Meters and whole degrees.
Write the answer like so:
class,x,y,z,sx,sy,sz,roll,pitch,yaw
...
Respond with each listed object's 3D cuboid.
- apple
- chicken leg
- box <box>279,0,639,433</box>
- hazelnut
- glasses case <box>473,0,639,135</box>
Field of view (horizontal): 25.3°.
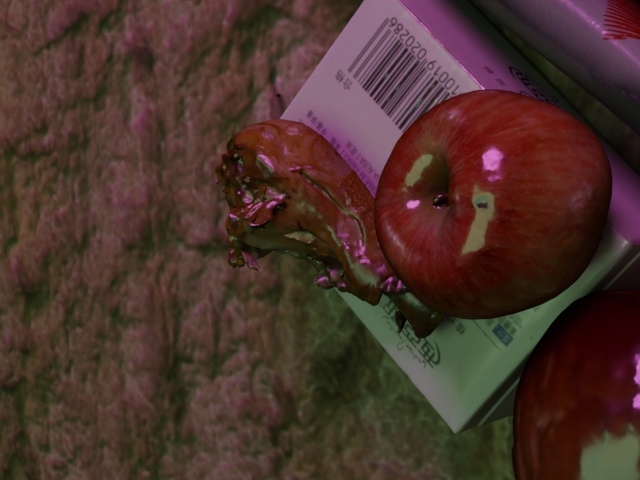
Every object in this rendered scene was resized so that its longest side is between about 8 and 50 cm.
class,x,y,z,sx,sy,sz,roll,pitch,yaw
apple,0.111,-0.023,0.901,0.146,0.131,0.146,-8,78,45
chicken leg,0.002,-0.002,1.012,0.207,0.101,0.085,43,151,15
box,0.101,-0.029,1.060,0.274,0.116,0.203,49,121,22
hazelnut,0.240,0.137,0.910,0.230,0.229,0.229,7,101,39
glasses case,0.170,-0.165,0.979,0.083,0.128,0.308,-49,64,6
